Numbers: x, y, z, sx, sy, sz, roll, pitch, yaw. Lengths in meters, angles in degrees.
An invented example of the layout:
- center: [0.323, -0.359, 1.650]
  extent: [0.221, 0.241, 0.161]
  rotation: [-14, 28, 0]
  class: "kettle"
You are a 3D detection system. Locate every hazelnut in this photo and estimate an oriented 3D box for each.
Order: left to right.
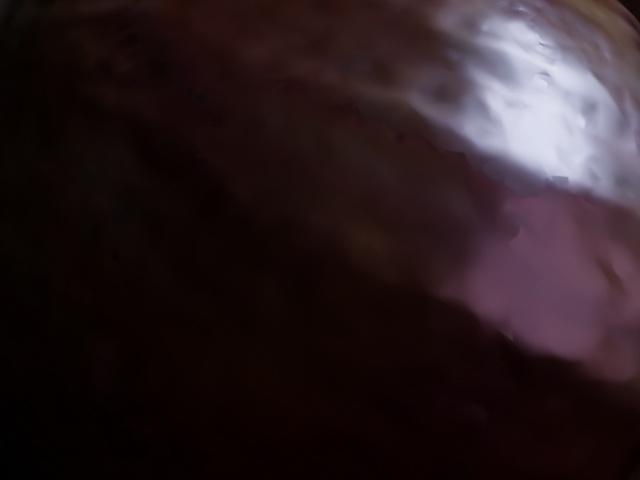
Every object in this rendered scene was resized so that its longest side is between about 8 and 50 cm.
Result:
- center: [0.000, 0.000, 0.978]
  extent: [0.421, 0.353, 0.421]
  rotation: [11, 56, -16]
  class: "hazelnut"
